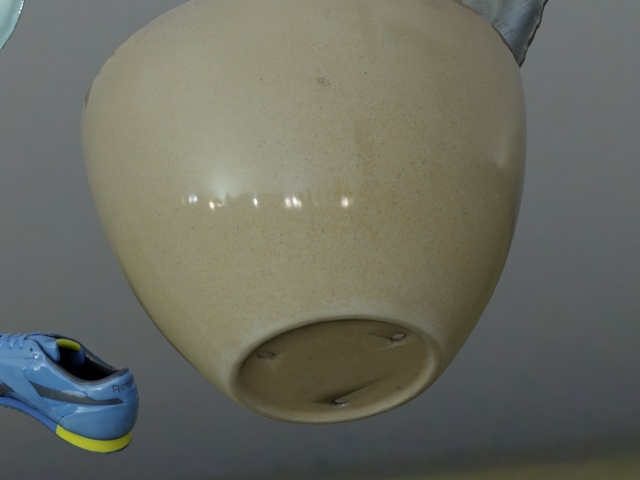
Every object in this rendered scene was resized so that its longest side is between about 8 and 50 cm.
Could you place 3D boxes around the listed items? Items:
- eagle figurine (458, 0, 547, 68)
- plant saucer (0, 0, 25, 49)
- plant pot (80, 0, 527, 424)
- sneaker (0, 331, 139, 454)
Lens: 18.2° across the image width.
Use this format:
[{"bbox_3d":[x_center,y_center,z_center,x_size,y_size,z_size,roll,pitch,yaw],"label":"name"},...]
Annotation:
[{"bbox_3d":[0.069,-0.213,1.338,0.225,0.298,0.226,23,40,29],"label":"eagle figurine"},{"bbox_3d":[-0.348,-0.225,1.690,0.195,0.195,0.037,-3,8,-16],"label":"plant saucer"},{"bbox_3d":[0.000,0.000,1.226,0.284,0.191,0.284,-6,-33,-4],"label":"plant pot"},{"bbox_3d":[-0.234,0.096,1.596,0.209,0.082,0.069,20,31,23],"label":"sneaker"}]
